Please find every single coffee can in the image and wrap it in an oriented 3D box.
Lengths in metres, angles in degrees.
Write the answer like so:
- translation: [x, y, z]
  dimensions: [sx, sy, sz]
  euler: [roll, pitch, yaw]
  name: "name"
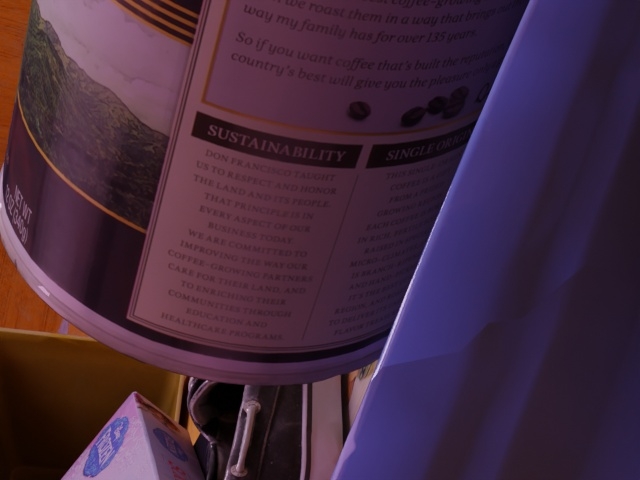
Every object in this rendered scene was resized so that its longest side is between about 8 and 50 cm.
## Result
- translation: [-0.012, -0.108, 0.647]
  dimensions: [0.201, 0.201, 0.275]
  euler: [-91, 15, -52]
  name: "coffee can"

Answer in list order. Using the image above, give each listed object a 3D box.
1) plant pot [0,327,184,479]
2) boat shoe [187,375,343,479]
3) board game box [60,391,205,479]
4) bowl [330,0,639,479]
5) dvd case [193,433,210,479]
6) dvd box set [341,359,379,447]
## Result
- translation: [-0.254, 0.235, 1.642]
  dimensions: [0.187, 0.212, 0.212]
  euler: [100, 174, -46]
  name: "plant pot"
- translation: [-0.032, 0.077, 0.863]
  dimensions: [0.219, 0.070, 0.078]
  euler: [-97, 25, -57]
  name: "boat shoe"
- translation: [-0.206, 0.284, 1.220]
  dimensions: [0.318, 0.066, 0.319]
  euler: [-51, 12, -1]
  name: "board game box"
- translation: [0.053, 0.070, 0.522]
  dimensions: [0.391, 0.077, 0.391]
  euler: [22, -90, -84]
  name: "bowl"
- translation: [-0.091, 0.222, 1.280]
  dimensions: [0.221, 0.018, 0.164]
  euler: [120, 156, -62]
  name: "dvd case"
- translation: [0.078, -0.058, 0.846]
  dimensions: [0.307, 0.062, 0.420]
  euler: [-106, 33, -65]
  name: "dvd box set"
